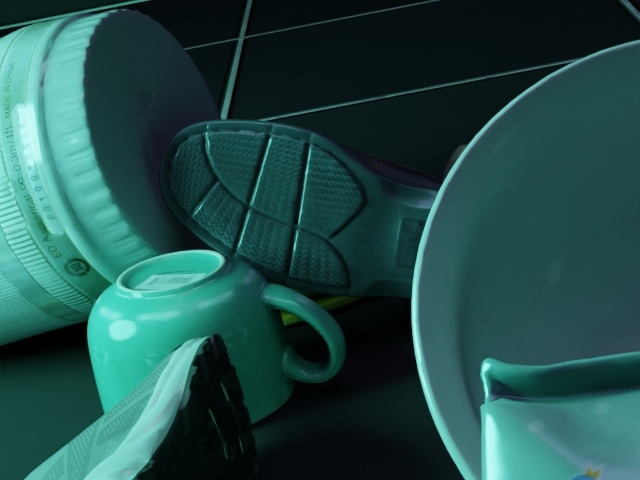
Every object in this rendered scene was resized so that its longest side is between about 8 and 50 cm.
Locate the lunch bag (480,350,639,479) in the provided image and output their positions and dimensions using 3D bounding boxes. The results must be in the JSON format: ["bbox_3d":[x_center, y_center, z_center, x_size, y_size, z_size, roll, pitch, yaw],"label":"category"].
[{"bbox_3d":[0.184,0.140,0.470,0.262,0.160,0.223,-7,63,20],"label":"lunch bag"}]

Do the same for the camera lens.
[{"bbox_3d":[-0.230,-0.038,1.227,0.274,0.219,0.219,-16,15,25],"label":"camera lens"}]

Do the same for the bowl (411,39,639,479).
[{"bbox_3d":[0.192,0.059,0.779,0.297,0.134,0.298,-1,63,3],"label":"bowl"}]

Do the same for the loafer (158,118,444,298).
[{"bbox_3d":[0.035,-0.011,1.158,0.302,0.109,0.095,15,4,1],"label":"loafer"}]

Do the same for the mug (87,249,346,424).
[{"bbox_3d":[-0.077,0.060,1.092,0.157,0.097,0.129,-18,19,-18],"label":"mug"}]

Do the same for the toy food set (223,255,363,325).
[{"bbox_3d":[0.000,0.000,1.267,0.217,0.071,0.128,-20,20,-25],"label":"toy food set"}]

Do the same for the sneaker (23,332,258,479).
[{"bbox_3d":[-0.109,0.132,0.907,0.108,0.100,0.271,-10,18,21],"label":"sneaker"}]

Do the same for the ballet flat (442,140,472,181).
[{"bbox_3d":[0.182,-0.022,1.237,0.086,0.086,0.248,-26,21,-36],"label":"ballet flat"}]
